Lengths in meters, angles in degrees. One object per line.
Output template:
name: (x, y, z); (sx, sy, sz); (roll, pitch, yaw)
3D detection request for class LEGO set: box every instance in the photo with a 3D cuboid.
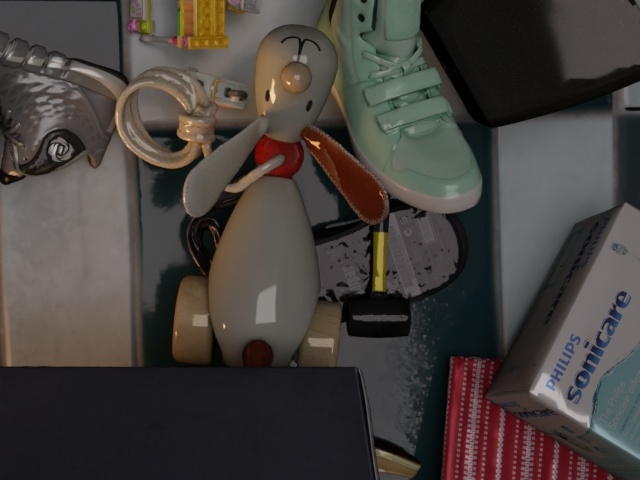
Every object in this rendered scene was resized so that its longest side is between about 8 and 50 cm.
LEGO set: (-0.105, -0.273, 1.221); (0.132, 0.107, 0.287); (22, 82, -46)

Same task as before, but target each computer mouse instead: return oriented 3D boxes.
computer mouse: (0.000, 0.000, 1.260); (0.262, 0.060, 0.184); (-25, 96, -2)

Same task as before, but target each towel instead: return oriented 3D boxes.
towel: (0.252, 0.227, 1.310); (0.275, 0.031, 0.199); (8, 76, -12)

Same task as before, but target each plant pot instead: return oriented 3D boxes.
plant pot: (0.193, -0.206, 1.234); (0.167, 0.188, 0.187); (-30, 99, 4)

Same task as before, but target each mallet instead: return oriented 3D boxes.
mallet: (0.066, 0.000, 1.219); (0.062, 0.039, 0.190); (9, 91, -4)

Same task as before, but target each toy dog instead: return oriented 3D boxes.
toy dog: (-0.048, -0.005, 1.124); (0.220, 0.161, 0.334); (-13, 106, 0)

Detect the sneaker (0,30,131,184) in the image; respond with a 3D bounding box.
sneaker: (-0.296, -0.121, 1.177); (0.228, 0.086, 0.132); (17, 91, -13)

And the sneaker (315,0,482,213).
sneaker: (0.069, -0.150, 1.156); (0.094, 0.151, 0.256); (-20, 60, -22)

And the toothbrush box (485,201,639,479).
toothbrush box: (0.348, 0.134, 1.269); (0.295, 0.126, 0.216); (31, 75, -7)

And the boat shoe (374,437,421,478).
boat shoe: (0.031, 0.216, 1.279); (0.135, 0.050, 0.045); (16, 92, -2)

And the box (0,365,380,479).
box: (-0.144, 0.262, 1.093); (0.343, 0.312, 0.179); (1, 51, -12)
